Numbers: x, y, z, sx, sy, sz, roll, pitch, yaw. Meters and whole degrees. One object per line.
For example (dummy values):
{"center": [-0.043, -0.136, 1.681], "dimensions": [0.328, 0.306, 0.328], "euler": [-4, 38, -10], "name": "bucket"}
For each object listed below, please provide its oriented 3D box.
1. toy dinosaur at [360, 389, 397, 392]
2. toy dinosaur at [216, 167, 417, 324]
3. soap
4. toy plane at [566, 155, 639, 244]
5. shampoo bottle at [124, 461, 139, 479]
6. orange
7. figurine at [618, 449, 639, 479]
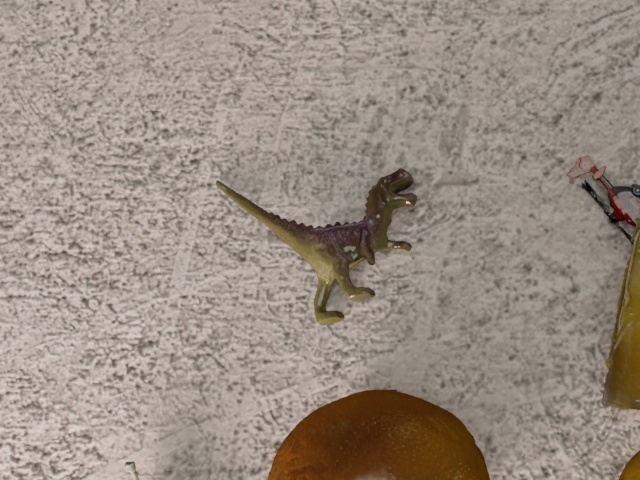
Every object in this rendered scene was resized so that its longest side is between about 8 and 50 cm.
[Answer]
{"center": [0.070, 0.209, 1.748], "dimensions": [0.083, 0.030, 0.047], "euler": [-4, 80, 6], "name": "toy dinosaur"}
{"center": [0.002, 0.001, 1.790], "dimensions": [0.251, 0.072, 0.200], "euler": [-12, 68, 16], "name": "toy dinosaur"}
{"center": [0.419, 0.096, 1.675], "dimensions": [0.135, 0.076, 0.233], "euler": [11, 103, 8], "name": "soap"}
{"center": [0.373, -0.051, 1.765], "dimensions": [0.060, 0.037, 0.145], "euler": [-43, 82, 7], "name": "toy plane"}
{"center": [-0.193, 0.360, 1.735], "dimensions": [0.056, 0.056, 0.195], "euler": [-27, 77, 0], "name": "shampoo bottle"}
{"center": [0.071, 0.294, 1.626], "dimensions": [0.264, 0.264, 0.264], "euler": [-1, 79, 6], "name": "orange"}
{"center": [0.460, 0.293, 1.628], "dimensions": [0.256, 0.192, 0.167], "euler": [-12, 49, -20], "name": "figurine"}
